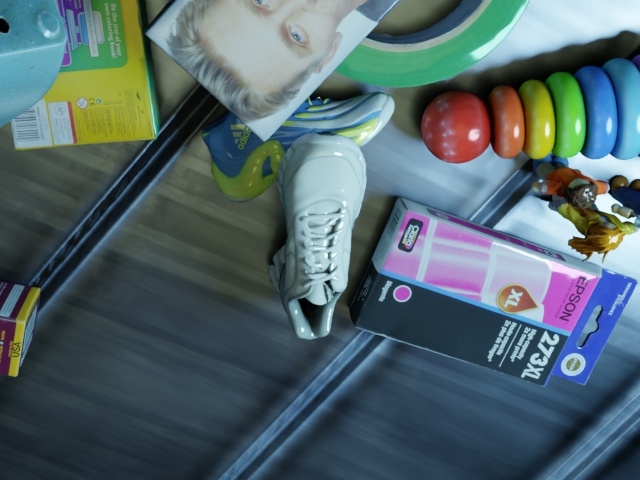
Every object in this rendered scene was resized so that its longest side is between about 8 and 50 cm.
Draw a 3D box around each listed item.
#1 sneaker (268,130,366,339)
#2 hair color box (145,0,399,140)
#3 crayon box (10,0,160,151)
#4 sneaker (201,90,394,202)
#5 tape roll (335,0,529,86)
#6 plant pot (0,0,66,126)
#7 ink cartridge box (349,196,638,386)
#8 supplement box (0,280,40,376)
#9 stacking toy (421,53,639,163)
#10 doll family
[{"bbox_3d":[0.000,0.000,1.122,0.110,0.118,0.292,-1,135,-7],"label":"sneaker"},{"bbox_3d":[-0.004,-0.291,0.990,0.174,0.105,0.347,41,102,-18],"label":"hair color box"},{"bbox_3d":[-0.281,-0.249,1.071,0.165,0.081,0.278,-5,111,-4],"label":"crayon box"},{"bbox_3d":[-0.036,-0.144,1.131,0.240,0.091,0.126,-28,110,6],"label":"sneaker"},{"bbox_3d":[0.090,-0.341,1.078,0.321,0.077,0.321,-2,111,-5],"label":"tape roll"},{"bbox_3d":[-0.397,-0.217,0.910,0.252,0.247,0.248,-12,101,37],"label":"plant pot"},{"bbox_3d":[0.241,0.083,1.263,0.371,0.069,0.176,18,108,-14],"label":"ink cartridge box"},{"bbox_3d":[-0.456,0.097,1.170,0.188,0.104,0.081,11,109,-9],"label":"supplement box"},{"bbox_3d":[0.288,-0.147,1.148,0.330,0.141,0.141,-8,111,2],"label":"stacking toy"},{"bbox_3d":[0.391,-0.036,1.175,0.263,0.163,0.118,-4,112,-5],"label":"doll family"}]
